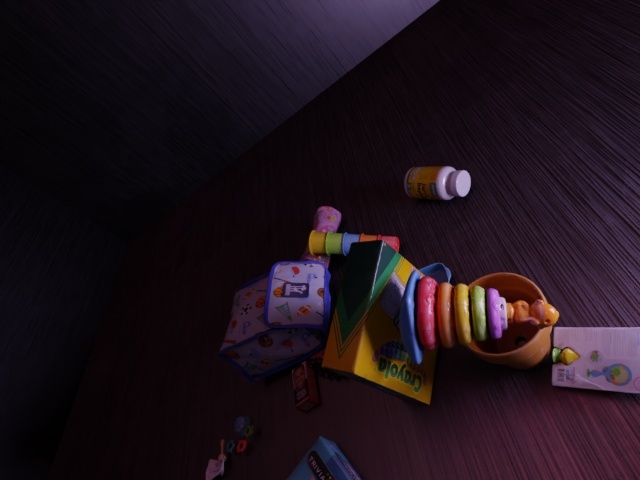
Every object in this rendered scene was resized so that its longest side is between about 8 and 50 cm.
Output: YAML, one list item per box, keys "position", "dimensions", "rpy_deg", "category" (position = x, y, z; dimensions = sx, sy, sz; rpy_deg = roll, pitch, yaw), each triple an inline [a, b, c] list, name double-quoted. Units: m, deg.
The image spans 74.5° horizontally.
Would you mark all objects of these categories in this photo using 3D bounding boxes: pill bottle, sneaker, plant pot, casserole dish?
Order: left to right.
- position: [0.075, 0.350, 1.318]
  dimensions: [0.276, 0.097, 0.135]
  rpy_deg: [-31, 16, 43]
  category: "sneaker"
- position: [0.321, 0.143, 1.305]
  dimensions: [0.189, 0.037, 0.114]
  rpy_deg: [-27, 40, 24]
  category: "casserole dish"
- position: [0.406, -0.200, 1.465]
  dimensions: [0.209, 0.118, 0.117]
  rpy_deg: [11, 65, 49]
  category: "pill bottle"
- position: [0.444, 0.209, 0.988]
  dimensions: [0.205, 0.188, 0.205]
  rpy_deg: [-26, 41, 26]
  category: "plant pot"

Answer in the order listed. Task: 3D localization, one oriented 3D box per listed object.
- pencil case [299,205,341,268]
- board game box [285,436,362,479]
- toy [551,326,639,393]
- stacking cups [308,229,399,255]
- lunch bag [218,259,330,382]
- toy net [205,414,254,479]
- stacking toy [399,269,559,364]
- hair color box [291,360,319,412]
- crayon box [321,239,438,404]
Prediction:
- position: [0.000, 0.000, 1.692]
  dimensions: [0.124, 0.124, 0.283]
  rpy_deg: [-11, 50, 40]
  category: "pencil case"
- position: [-0.023, 0.731, 1.077]
  dimensions: [0.336, 0.079, 0.254]
  rpy_deg: [-51, 36, -4]
  category: "board game box"
- position: [0.620, 0.253, 0.882]
  dimensions: [0.237, 0.056, 0.136]
  rpy_deg: [-11, 53, 46]
  category: "toy"
- position: [0.120, 0.006, 1.513]
  dimensions: [0.317, 0.096, 0.095]
  rpy_deg: [-1, 54, 18]
  category: "stacking cups"
- position: [-0.139, 0.260, 1.490]
  dimensions: [0.386, 0.239, 0.327]
  rpy_deg: [-26, 34, 22]
  category: "lunch bag"
- position: [-0.297, 0.708, 1.411]
  dimensions: [0.122, 0.045, 0.232]
  rpy_deg: [17, 72, 49]
  category: "toy net"
- position: [0.330, 0.153, 0.887]
  dimensions: [0.302, 0.175, 0.166]
  rpy_deg: [-5, 20, 23]
  category: "stacking toy"
- position: [-0.050, 0.473, 1.366]
  dimensions: [0.072, 0.043, 0.141]
  rpy_deg: [-42, 35, 23]
  category: "hair color box"
- position: [0.183, 0.218, 1.071]
  dimensions: [0.106, 0.363, 0.312]
  rpy_deg: [-6, 60, 41]
  category: "crayon box"
